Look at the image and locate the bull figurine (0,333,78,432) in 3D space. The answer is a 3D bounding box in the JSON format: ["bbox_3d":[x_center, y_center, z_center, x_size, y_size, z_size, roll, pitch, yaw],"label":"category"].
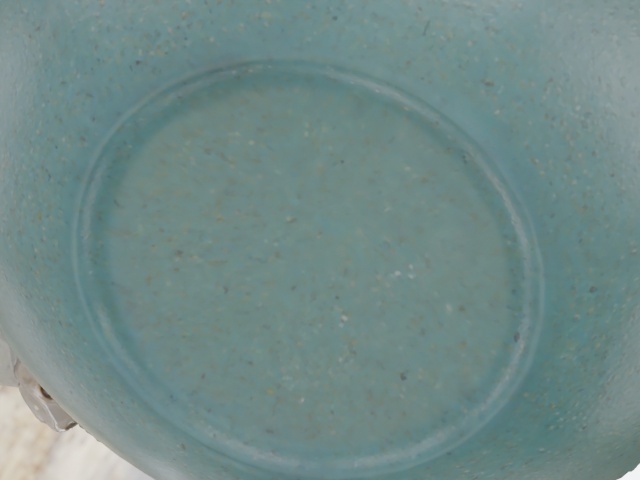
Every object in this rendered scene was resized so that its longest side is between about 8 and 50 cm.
[{"bbox_3d":[-0.194,-0.032,0.700,0.188,0.310,0.101,-30,159,-9],"label":"bull figurine"}]

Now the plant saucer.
[{"bbox_3d":[0.000,0.000,0.408,0.195,0.195,0.037,-58,-175,30],"label":"plant saucer"}]
